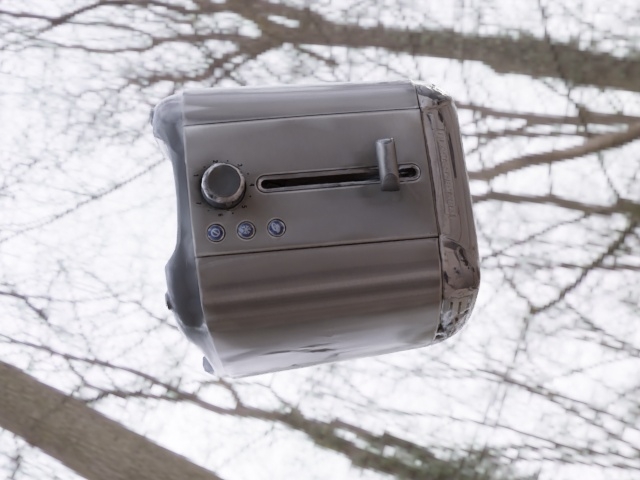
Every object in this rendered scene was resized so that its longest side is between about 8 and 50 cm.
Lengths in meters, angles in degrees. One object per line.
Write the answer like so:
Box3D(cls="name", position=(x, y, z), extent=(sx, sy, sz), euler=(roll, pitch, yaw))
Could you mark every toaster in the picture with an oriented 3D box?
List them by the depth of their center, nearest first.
Box3D(cls="toaster", position=(0.000, 0.000, 0.686), extent=(0.227, 0.147, 0.129), euler=(85, 179, -73))
